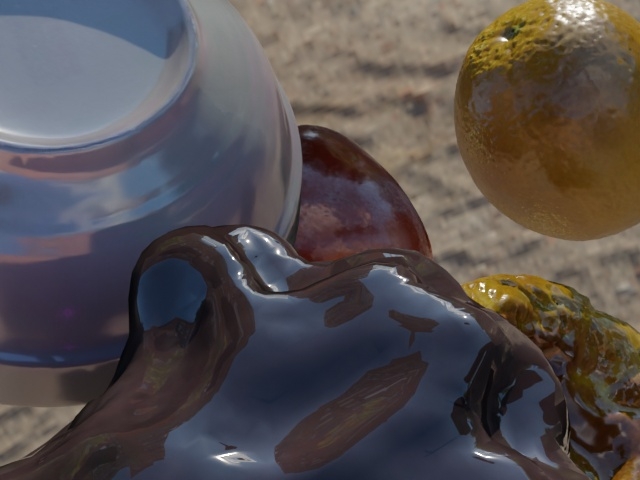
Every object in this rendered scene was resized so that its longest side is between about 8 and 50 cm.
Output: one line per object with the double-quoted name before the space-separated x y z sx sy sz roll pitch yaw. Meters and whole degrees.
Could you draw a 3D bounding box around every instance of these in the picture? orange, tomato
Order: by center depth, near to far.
"tomato" 0.000 0.000 1.280 0.187 0.151 0.187 17 26 -8
"orange" 0.234 -0.112 1.622 0.236 0.236 0.236 -16 37 12

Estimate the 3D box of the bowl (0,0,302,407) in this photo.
"bowl" -0.147 -0.065 0.956 0.287 0.144 0.287 4 54 -5

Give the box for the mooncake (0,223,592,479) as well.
"mooncake" -0.041 0.173 0.756 0.350 0.212 0.381 26 61 30

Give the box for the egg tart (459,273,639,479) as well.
"egg tart" 0.175 0.194 1.382 0.150 0.352 0.352 -40 22 41
